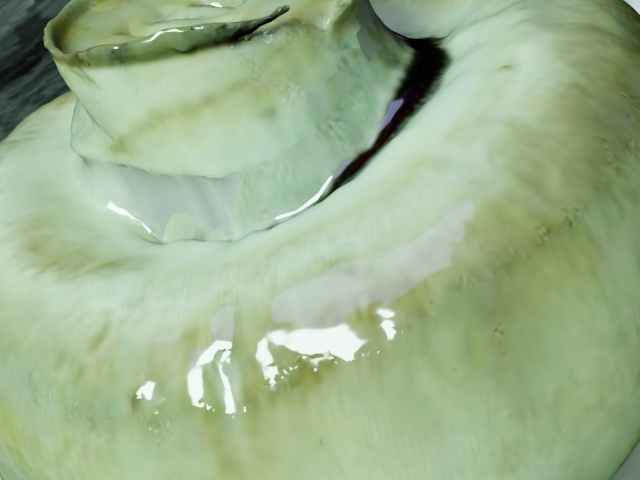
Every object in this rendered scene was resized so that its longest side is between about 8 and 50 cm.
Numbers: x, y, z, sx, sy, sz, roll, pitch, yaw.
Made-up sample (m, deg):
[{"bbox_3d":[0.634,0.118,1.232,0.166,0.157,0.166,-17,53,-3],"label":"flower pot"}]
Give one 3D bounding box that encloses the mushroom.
[{"bbox_3d":[0.000,0.000,0.780,0.352,0.260,0.352,-16,26,8],"label":"mushroom"}]
